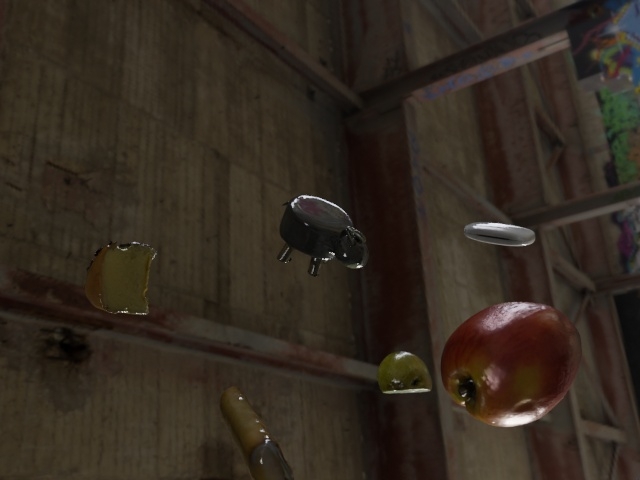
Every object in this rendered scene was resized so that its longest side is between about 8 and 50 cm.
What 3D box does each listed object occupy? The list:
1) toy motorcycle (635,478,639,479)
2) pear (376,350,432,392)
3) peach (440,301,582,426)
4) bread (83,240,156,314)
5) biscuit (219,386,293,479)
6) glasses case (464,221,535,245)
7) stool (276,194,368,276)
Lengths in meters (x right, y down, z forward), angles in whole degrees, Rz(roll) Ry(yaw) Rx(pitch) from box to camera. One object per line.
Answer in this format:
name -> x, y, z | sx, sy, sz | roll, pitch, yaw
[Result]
toy motorcycle -> 0.668, 0.484, 1.331 | 0.108, 0.173, 0.307 | 45, -142, 16
pear -> 0.209, 0.329, 1.773 | 0.141, 0.141, 0.104 | 16, -110, -55
peach -> 0.386, 0.243, 1.431 | 0.238, 0.281, 0.281 | 49, -160, 28
bread -> -0.461, 0.077, 1.626 | 0.140, 0.169, 0.160 | 9, -89, -37
biscuit -> -0.090, 0.391, 1.210 | 0.236, 0.062, 0.291 | 68, 166, -18
glasses case -> 0.489, -0.019, 1.943 | 0.076, 0.197, 0.049 | -23, -64, -48
stool -> -0.007, 0.001, 1.566 | 0.153, 0.139, 0.228 | 2, -147, -36
